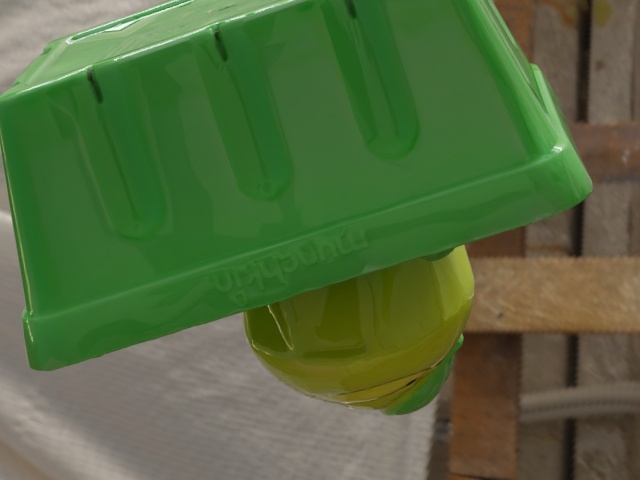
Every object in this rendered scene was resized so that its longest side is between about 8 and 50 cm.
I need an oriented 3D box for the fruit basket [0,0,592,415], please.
[{"bbox_3d":[0.000,0.000,1.005,0.392,0.283,0.392,1,-69,2],"label":"fruit basket"}]
